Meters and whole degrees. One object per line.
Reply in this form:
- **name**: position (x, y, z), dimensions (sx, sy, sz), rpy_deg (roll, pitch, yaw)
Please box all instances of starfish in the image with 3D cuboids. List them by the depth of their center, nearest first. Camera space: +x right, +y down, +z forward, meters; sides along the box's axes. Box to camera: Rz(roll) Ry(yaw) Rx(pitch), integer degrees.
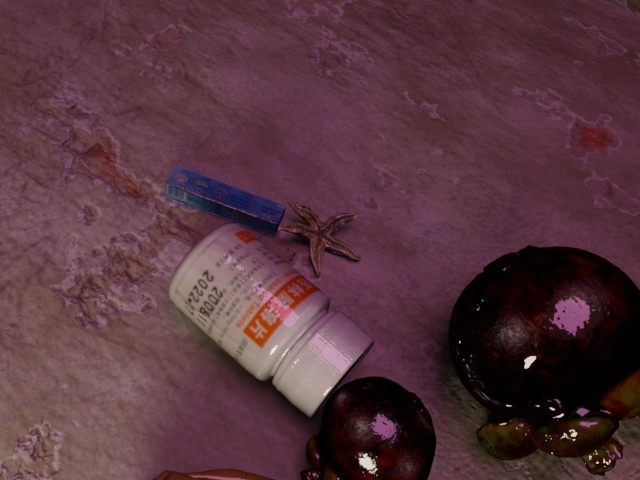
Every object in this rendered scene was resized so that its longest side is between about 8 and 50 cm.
- **starfish**: position (0.000, 0.000, 1.467), dimensions (0.208, 0.053, 0.176), rpy_deg (15, 64, -10)

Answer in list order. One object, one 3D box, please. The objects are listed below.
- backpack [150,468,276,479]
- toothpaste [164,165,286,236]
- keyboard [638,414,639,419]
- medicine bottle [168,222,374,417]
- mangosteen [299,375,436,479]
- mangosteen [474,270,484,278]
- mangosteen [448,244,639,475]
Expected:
- **backpack**: position (-0.144, 0.536, 0.985), dimensions (0.378, 0.201, 0.353), rpy_deg (10, 54, -4)
- **toothpaste**: position (-0.219, -0.089, 1.477), dimensions (0.272, 0.053, 0.066), rpy_deg (20, 50, 1)
- **keyboard**: position (0.661, 0.359, 1.305), dimensions (0.023, 0.231, 0.072), rpy_deg (-11, 60, 21)
- **medicine bottle**: position (-0.096, 0.151, 1.248), dimensions (0.371, 0.211, 0.211), rpy_deg (38, 57, 13)
- **mangosteen**: position (0.078, 0.371, 1.155), dimensions (0.265, 0.228, 0.228), rpy_deg (-36, 67, 4)
- **mangosteen**: position (0.393, 0.105, 1.477), dimensions (0.081, 0.081, 0.081), rpy_deg (6, 56, -9)
- **mangosteen**: position (0.442, 0.220, 1.261), dimensions (0.381, 0.381, 0.421), rpy_deg (-11, 99, -20)
